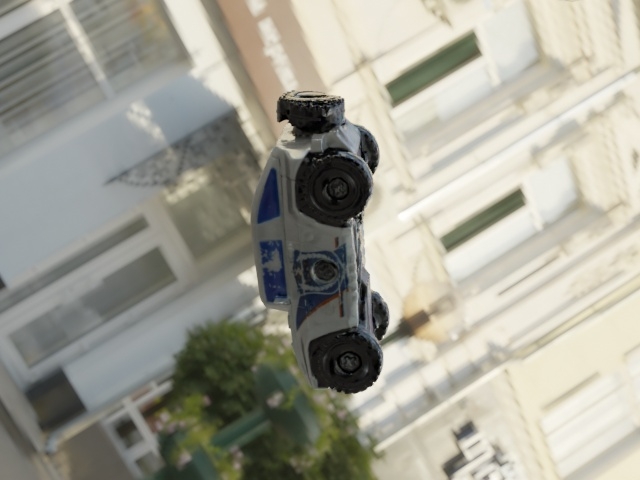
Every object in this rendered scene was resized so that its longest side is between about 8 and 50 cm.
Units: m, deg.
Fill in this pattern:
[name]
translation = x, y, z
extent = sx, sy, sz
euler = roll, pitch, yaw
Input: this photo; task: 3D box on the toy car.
[toy car]
translation = 0.000, 0.000, 0.741
extent = 0.080, 0.070, 0.170
euler = -72, 158, -70
